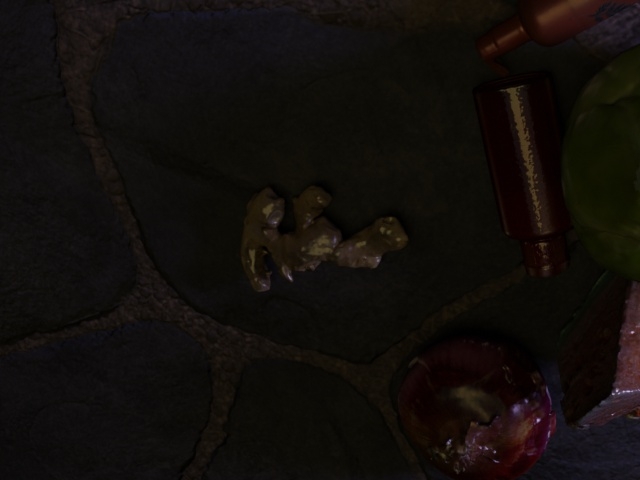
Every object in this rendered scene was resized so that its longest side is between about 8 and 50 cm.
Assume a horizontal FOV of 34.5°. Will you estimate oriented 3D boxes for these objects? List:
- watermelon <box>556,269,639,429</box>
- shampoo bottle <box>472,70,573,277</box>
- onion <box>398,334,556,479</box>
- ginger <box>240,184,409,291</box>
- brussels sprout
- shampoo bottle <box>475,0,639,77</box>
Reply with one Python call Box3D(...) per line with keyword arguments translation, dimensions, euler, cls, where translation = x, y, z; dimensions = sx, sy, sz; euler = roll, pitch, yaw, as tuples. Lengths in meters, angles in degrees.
Box3D(translation=(0.379, 0.149, 1.286), dimensions=(0.140, 0.256, 0.193), euler=(25, 126, 7), cls="watermelon")
Box3D(translation=(0.270, -0.081, 1.328), dimensions=(0.102, 0.064, 0.260), euler=(-8, 111, 18), cls="shampoo bottle")
Box3D(translation=(0.212, 0.247, 1.438), dimensions=(0.230, 0.163, 0.230), euler=(5, 106, 18), cls="onion")
Box3D(translation=(-0.006, -0.014, 1.453), dimensions=(0.259, 0.065, 0.149), euler=(-10, 107, 25), cls="ginger")
Box3D(translation=(0.414, -0.097, 1.170), dimensions=(0.274, 0.242, 0.316), euler=(41, 116, -10), cls="brussels sprout")
Box3D(translation=(0.295, -0.282, 1.221), dimensions=(0.244, 0.085, 0.085), euler=(-29, 101, 29), cls="shampoo bottle")
